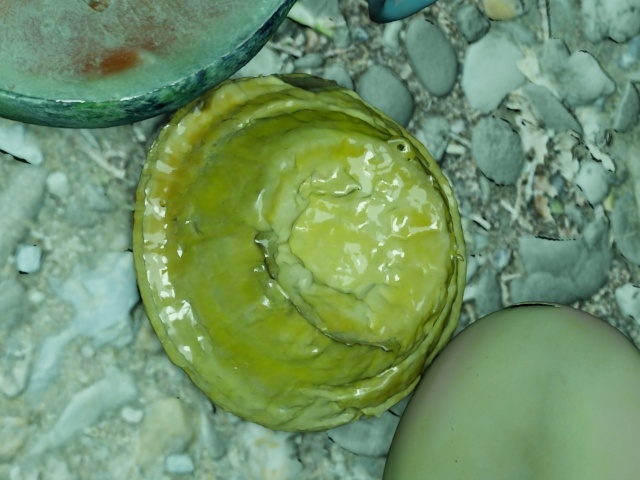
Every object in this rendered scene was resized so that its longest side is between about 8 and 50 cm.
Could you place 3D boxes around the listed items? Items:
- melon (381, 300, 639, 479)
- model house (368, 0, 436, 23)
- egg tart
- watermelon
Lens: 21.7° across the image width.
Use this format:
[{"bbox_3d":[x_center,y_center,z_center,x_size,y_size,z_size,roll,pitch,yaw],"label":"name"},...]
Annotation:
[{"bbox_3d":[0.152,0.201,1.229,0.223,0.223,0.316,25,68,-25],"label":"melon"},{"bbox_3d":[0.101,-0.364,1.316,0.237,0.215,0.303,-26,91,-31],"label":"model house"},{"bbox_3d":[0.000,0.000,1.242,0.290,0.115,0.290,7,76,-31],"label":"egg tart"},{"bbox_3d":[-0.138,-0.192,1.207,0.318,0.148,0.226,-36,82,-17],"label":"watermelon"}]
